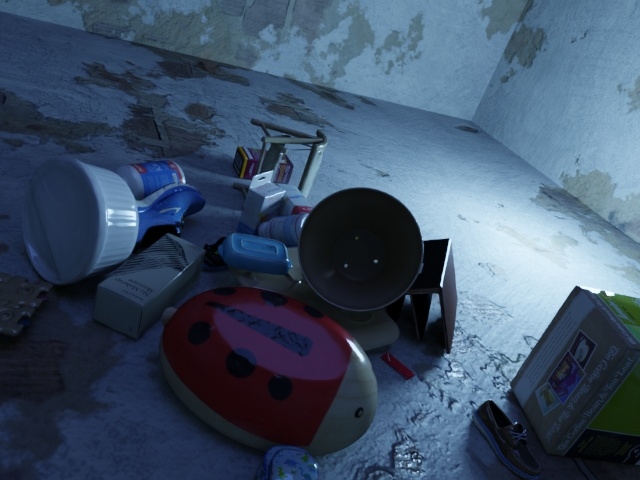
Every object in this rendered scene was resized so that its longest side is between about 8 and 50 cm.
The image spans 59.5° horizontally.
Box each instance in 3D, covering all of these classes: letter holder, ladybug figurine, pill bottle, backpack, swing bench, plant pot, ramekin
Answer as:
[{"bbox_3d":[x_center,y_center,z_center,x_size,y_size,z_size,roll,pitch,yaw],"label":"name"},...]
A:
[{"bbox_3d":[0.282,0.154,1.525,0.152,0.214,0.302,-6,22,20],"label":"letter holder"},{"bbox_3d":[-0.092,0.220,1.050,0.450,0.162,0.305,22,46,0],"label":"ladybug figurine"},{"bbox_3d":[-0.092,-0.025,1.545,0.160,0.087,0.087,-4,10,38],"label":"pill bottle"},{"bbox_3d":[-0.051,0.392,0.919,0.105,0.084,0.114,15,25,-15],"label":"backpack"},{"bbox_3d":[-0.495,-0.151,1.543,0.124,0.124,0.222,35,31,25],"label":"pill bottle"},{"bbox_3d":[-0.117,-0.228,1.796,0.255,0.253,0.165,5,32,-26],"label":"swing bench"},{"bbox_3d":[0.096,0.027,1.357,0.284,0.284,0.191,24,-3,6],"label":"plant pot"},{"bbox_3d":[-0.512,-0.041,1.207,0.273,0.272,0.127,36,19,27],"label":"ramekin"}]

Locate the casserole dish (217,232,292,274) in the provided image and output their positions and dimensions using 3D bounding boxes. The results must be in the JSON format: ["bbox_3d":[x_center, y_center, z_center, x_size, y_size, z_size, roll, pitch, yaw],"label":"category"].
[{"bbox_3d":[-0.154,0.029,1.365,0.189,0.037,0.114,12,34,-21],"label":"casserole dish"}]

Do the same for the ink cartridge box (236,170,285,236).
[{"bbox_3d":[-0.167,-0.102,1.613,0.062,0.181,0.104,31,30,19],"label":"ink cartridge box"}]

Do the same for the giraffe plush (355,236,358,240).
[{"bbox_3d":[0.131,-0.019,1.694,0.210,0.181,0.171,21,34,39],"label":"giraffe plush"}]

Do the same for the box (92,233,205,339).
[{"bbox_3d":[-0.367,0.091,1.230,0.113,0.094,0.275,23,27,5],"label":"box"}]

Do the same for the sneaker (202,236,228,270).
[{"bbox_3d":[-0.227,0.028,1.452,0.188,0.078,0.067,-8,39,-43],"label":"sneaker"}]

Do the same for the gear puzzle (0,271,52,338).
[{"bbox_3d":[-0.702,0.107,1.045,0.339,0.044,0.175,13,30,-7],"label":"gear puzzle"}]

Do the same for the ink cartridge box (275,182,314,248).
[{"bbox_3d":[-0.088,-0.074,1.672,0.072,0.127,0.175,2,33,-33],"label":"ink cartridge box"}]

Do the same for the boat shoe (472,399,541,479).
[{"bbox_3d":[0.399,0.418,1.188,0.066,0.066,0.183,-4,36,-38],"label":"boat shoe"}]

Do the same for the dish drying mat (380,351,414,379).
[{"bbox_3d":[0.183,0.296,1.325,0.083,0.008,0.032,37,31,28],"label":"dish drying mat"}]

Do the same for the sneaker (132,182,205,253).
[{"bbox_3d":[-0.406,-0.044,1.446,0.147,0.129,0.330,42,35,9],"label":"sneaker"}]

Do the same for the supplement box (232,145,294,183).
[{"bbox_3d":[-0.203,-0.267,1.989,0.188,0.080,0.104,4,31,-27],"label":"supplement box"}]

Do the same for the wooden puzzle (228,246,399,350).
[{"bbox_3d":[-0.024,0.156,1.373,0.322,0.080,0.348,-5,42,-38],"label":"wooden puzzle"}]

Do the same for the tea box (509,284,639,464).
[{"bbox_3d":[0.680,0.315,1.279,0.324,0.329,0.220,12,29,-16],"label":"tea box"}]
